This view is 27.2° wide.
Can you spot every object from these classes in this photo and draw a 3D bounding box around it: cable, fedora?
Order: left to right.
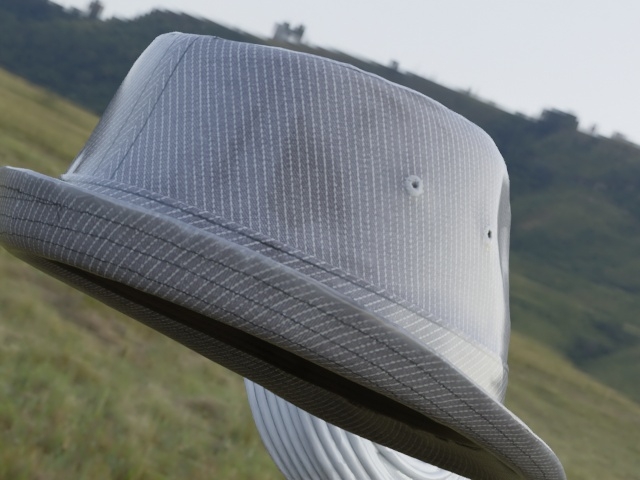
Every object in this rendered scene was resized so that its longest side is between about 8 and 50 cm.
[{"bbox_3d":[0.000,0.000,0.563,0.275,0.124,0.243,32,-12,-36],"label":"fedora"},{"bbox_3d":[0.040,0.115,1.060,0.089,0.257,0.257,-19,6,27],"label":"cable"}]
